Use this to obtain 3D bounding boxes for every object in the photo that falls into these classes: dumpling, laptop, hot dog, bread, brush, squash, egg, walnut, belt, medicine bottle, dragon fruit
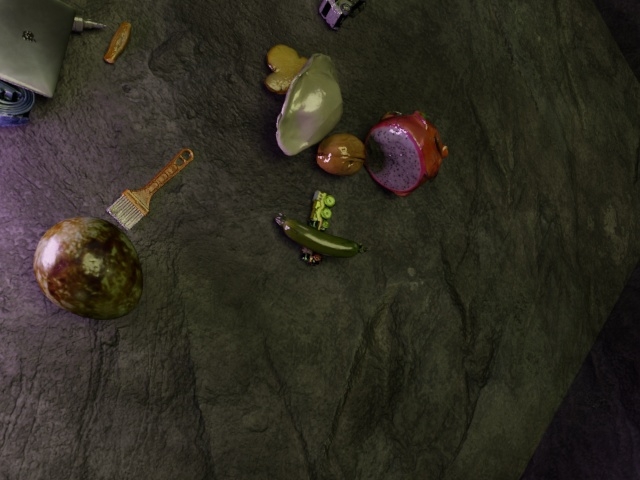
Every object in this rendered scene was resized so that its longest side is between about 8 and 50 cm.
[{"bbox_3d":[-0.036,-0.447,1.762,0.341,0.181,0.260,-32,137,-18],"label":"dumpling"},{"bbox_3d":[-0.748,-0.521,1.405,0.187,0.015,0.269,18,75,-39],"label":"laptop"},{"bbox_3d":[-0.580,-0.568,1.583,0.044,0.028,0.137,17,71,0],"label":"hot dog"},{"bbox_3d":[-0.128,-0.563,1.829,0.149,0.065,0.188,41,69,-7],"label":"bread"},{"bbox_3d":[-0.479,-0.164,1.598,0.090,0.017,0.314,48,63,-19],"label":"brush"},{"bbox_3d":[-0.001,0.001,1.766,0.318,0.071,0.080,20,41,-8],"label":"squash"},{"bbox_3d":[-0.573,0.077,1.384,0.238,0.238,0.289,-45,113,-26],"label":"egg"},{"bbox_3d":[0.076,-0.292,1.865,0.180,0.144,0.144,7,80,-33],"label":"walnut"},{"bbox_3d":[-0.822,-0.369,1.385,0.190,0.082,0.142,26,61,-29],"label":"belt"},{"bbox_3d":[-0.692,-0.604,1.508,0.199,0.057,0.058,-2,85,-31],"label":"medicine bottle"},{"bbox_3d":[0.305,-0.322,1.923,0.189,0.290,0.291,-40,104,-34],"label":"dragon fruit"}]

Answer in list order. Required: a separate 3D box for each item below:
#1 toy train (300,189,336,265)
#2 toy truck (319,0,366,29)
[{"bbox_3d":[-0.011,-0.038,1.831,0.085,0.053,0.250,17,77,-18],"label":"toy train"},{"bbox_3d":[0.103,-0.874,1.973,0.124,0.114,0.253,45,64,-2],"label":"toy truck"}]
